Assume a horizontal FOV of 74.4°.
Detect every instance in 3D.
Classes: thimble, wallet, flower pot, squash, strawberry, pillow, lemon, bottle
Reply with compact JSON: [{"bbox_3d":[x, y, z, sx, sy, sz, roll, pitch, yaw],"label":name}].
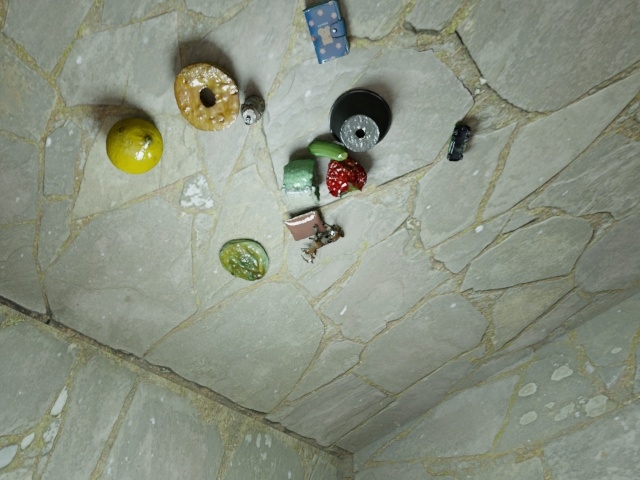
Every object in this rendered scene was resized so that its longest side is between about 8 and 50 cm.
[{"bbox_3d":[-0.087,-0.254,1.891,0.150,0.219,0.219,-5,125,8],"label":"thimble"},{"bbox_3d":[0.028,-0.790,1.592,0.141,0.059,0.202,-14,123,11],"label":"wallet"},{"bbox_3d":[0.165,-0.472,1.752,0.269,0.166,0.269,1,127,1],"label":"flower pot"},{"bbox_3d":[0.033,-0.392,1.829,0.219,0.077,0.068,17,161,36],"label":"squash"},{"bbox_3d":[0.106,-0.297,1.889,0.187,0.184,0.201,-20,93,23],"label":"strawberry"},{"bbox_3d":[-0.076,-0.078,2.099,0.179,0.075,0.171,-19,140,9],"label":"pillow"},{"bbox_3d":[-0.809,-0.403,1.831,0.228,0.228,0.253,36,122,-20],"label":"lemon"},{"bbox_3d":[-0.282,-0.537,1.740,0.099,0.152,0.099,2,125,3],"label":"bottle"}]

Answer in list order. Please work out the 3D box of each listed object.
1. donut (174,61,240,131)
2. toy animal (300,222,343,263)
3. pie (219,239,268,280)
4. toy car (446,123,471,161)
[{"bbox_3d":[-0.455,-0.598,1.734,0.278,0.108,0.277,2,125,3],"label":"donut"},{"bbox_3d":[0.003,0.017,2.128,0.244,0.087,0.260,-15,150,3],"label":"toy animal"},{"bbox_3d":[-0.413,0.108,2.264,0.277,0.078,0.277,2,124,3],"label":"pie"},{"bbox_3d":[0.592,-0.422,1.818,0.071,0.062,0.165,6,126,0],"label":"toy car"}]
